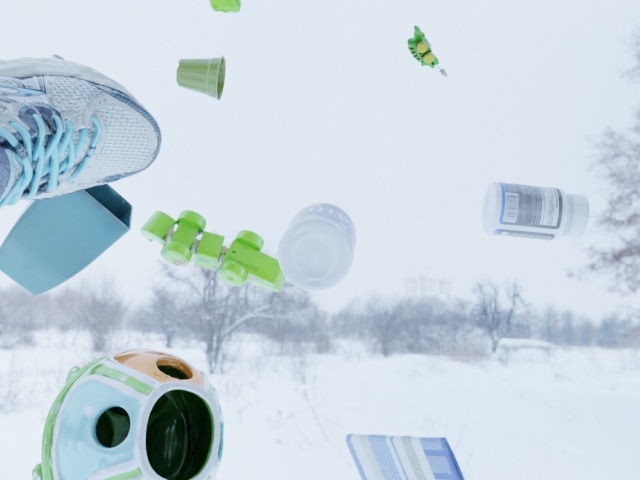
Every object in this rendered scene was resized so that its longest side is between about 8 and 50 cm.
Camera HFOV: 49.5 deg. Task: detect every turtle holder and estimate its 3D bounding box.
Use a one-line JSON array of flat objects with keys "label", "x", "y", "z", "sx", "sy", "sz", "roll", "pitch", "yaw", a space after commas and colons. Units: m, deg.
[{"label": "turtle holder", "x": -0.257, "y": 0.300, "z": 0.946, "sx": 0.243, "sy": 0.320, "sz": 0.227, "roll": 43, "pitch": -38, "yaw": -22}]

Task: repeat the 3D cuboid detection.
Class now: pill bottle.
[{"label": "pill bottle", "x": 0.311, "y": -0.041, "z": 1.007, "sx": 0.137, "sy": 0.078, "sz": 0.078, "roll": 6, "pitch": -8, "yaw": -1}, {"label": "pill bottle", "x": 0.000, "y": 0.000, "z": 1.092, "sx": 0.112, "sy": 0.112, "sz": 0.186, "roll": 2, "pitch": 14, "yaw": 4}]

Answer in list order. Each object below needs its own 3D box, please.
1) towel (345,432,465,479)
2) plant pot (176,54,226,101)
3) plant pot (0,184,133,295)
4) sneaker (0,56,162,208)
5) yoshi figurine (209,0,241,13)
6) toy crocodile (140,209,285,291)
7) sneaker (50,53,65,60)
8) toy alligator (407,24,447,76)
[{"label": "towel", "x": 0.189, "y": 0.501, "z": 1.477, "sx": 0.285, "sy": 0.209, "sz": 0.034, "roll": -15, "pitch": 12, "yaw": 45}, {"label": "plant pot", "x": -0.220, "y": -0.302, "z": 1.273, "sx": 0.079, "sy": 0.083, "sz": 0.083, "roll": 8, "pitch": -8, "yaw": 1}, {"label": "plant pot", "x": -0.513, "y": -0.018, "z": 1.362, "sx": 0.165, "sy": 0.234, "sz": 0.165, "roll": 44, "pitch": 4, "yaw": -22}, {"label": "sneaker", "x": -0.211, "y": -0.053, "z": 0.439, "sx": 0.122, "sy": 0.110, "sz": 0.283, "roll": 36, "pitch": 26, "yaw": 33}, {"label": "yoshi figurine", "x": -0.153, "y": -0.461, "z": 1.071, "sx": 0.362, "sy": 0.203, "sz": 0.203, "roll": 0, "pitch": -28, "yaw": 29}, {"label": "toy crocodile", "x": -0.236, "y": 0.026, "z": 1.534, "sx": 0.341, "sy": 0.115, "sz": 0.105, "roll": 20, "pitch": -31, "yaw": -2}, {"label": "sneaker", "x": -0.562, "y": -0.373, "z": 1.529, "sx": 0.083, "sy": 0.037, "sz": 0.032, "roll": 39, "pitch": 17, "yaw": 8}, {"label": "toy alligator", "x": 0.270, "y": -0.479, "z": 1.804, "sx": 0.051, "sy": 0.056, "sz": 0.190, "roll": -23, "pitch": -41, "yaw": 22}]
